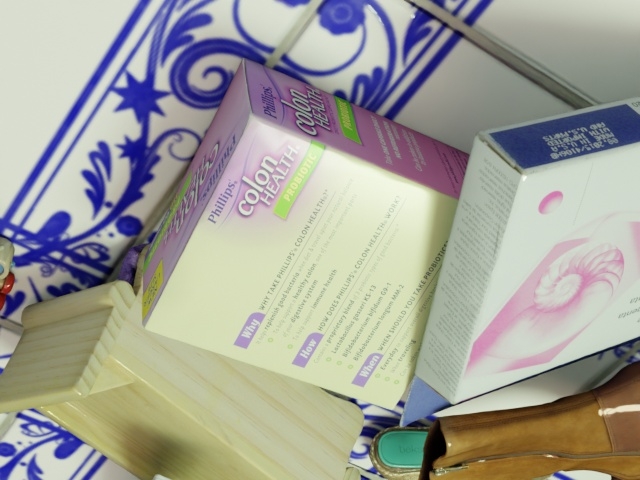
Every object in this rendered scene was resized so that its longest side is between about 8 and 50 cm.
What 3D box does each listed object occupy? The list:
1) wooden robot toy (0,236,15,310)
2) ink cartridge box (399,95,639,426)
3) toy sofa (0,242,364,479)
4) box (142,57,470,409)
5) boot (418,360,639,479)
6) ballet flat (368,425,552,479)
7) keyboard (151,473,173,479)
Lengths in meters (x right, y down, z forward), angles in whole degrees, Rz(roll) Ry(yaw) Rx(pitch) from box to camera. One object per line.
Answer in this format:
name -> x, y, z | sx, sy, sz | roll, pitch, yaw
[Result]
wooden robot toy -> -0.323, 0.048, 1.004 | 0.076, 0.079, 0.173 | 21, 125, -19
ink cartridge box -> 0.242, 0.025, 0.937 | 0.324, 0.071, 0.330 | -15, 135, -26
toy sofa -> -0.127, 0.173, 1.093 | 0.150, 0.177, 0.362 | -15, 133, 41
box -> 0.000, 0.000, 0.942 | 0.242, 0.117, 0.214 | 20, 117, -20
boot -> 0.236, 0.227, 1.099 | 0.280, 0.096, 0.264 | -15, 149, -10
ballet flat -> 0.152, 0.235, 1.202 | 0.206, 0.073, 0.067 | 7, 156, -5
keyboard -> -0.153, 0.283, 1.097 | 0.072, 0.014, 0.256 | 29, 147, -2
